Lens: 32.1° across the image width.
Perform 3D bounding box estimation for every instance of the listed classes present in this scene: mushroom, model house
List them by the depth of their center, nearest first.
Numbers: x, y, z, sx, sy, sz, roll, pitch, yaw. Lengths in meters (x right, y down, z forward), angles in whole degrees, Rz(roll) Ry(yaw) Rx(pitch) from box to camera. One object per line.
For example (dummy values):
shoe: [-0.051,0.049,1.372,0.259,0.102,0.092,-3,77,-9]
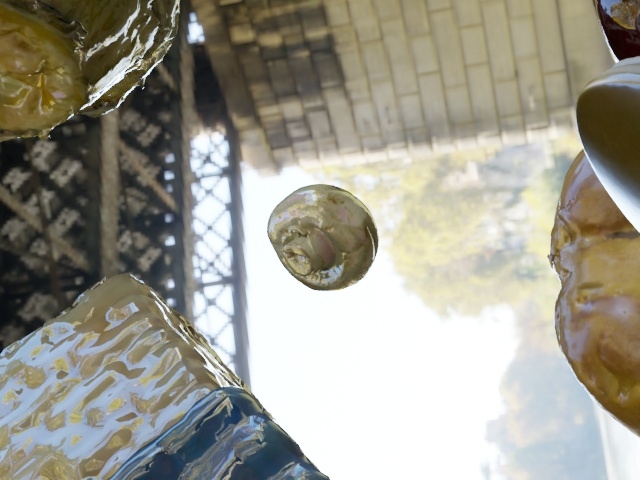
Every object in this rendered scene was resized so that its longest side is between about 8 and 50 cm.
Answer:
model house: [-0.073,0.329,0.616,0.445,0.395,0.400,54,167,-29]
mushroom: [0.000,0.000,0.810,0.067,0.084,0.083,-43,-52,-43]

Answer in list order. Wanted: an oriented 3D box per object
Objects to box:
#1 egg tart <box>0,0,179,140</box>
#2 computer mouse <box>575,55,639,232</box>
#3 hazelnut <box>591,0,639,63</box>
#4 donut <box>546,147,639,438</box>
egg tart: [-0.257,-0.168,0.864,0.315,0.315,0.120,63,-159,-57]
computer mouse: [0.165,0.007,0.381,0.199,0.044,0.102,36,175,-31]
hazelnut: [0.360,-0.228,1.028,0.229,0.230,0.229,-9,-90,-78]
donut: [0.321,0.033,0.792,0.150,0.299,0.317,23,-122,-59]
